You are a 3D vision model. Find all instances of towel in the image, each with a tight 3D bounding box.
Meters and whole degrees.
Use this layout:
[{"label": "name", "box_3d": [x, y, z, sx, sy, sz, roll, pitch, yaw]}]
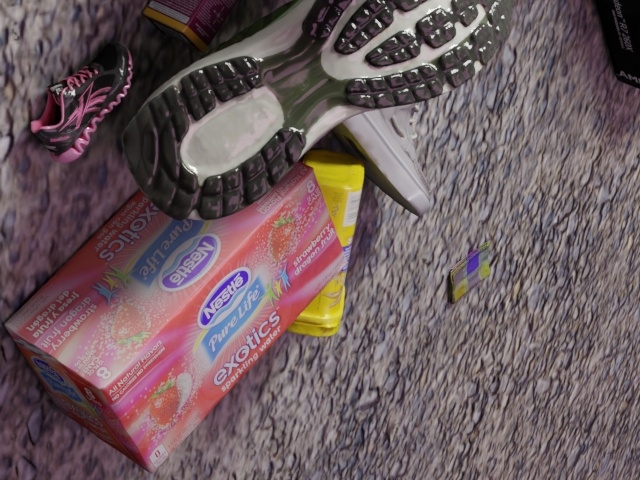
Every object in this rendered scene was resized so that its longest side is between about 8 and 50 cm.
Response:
[{"label": "towel", "box_3d": [0.195, 0.043, 2.077, 0.083, 0.009, 0.060, -35, 138, -34]}]

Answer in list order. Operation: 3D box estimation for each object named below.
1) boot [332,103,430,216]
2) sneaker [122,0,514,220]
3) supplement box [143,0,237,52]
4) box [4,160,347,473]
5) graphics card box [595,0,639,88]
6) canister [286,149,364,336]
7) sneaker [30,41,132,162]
[{"label": "boot", "box_3d": [0.086, -0.131, 1.728, 0.123, 0.095, 0.258, -49, 144, -6]}, {"label": "sneaker", "box_3d": [-0.013, -0.169, 1.476, 0.410, 0.182, 0.158, -29, 106, -13]}, {"label": "supplement box", "box_3d": [-0.112, -0.222, 1.439, 0.083, 0.055, 0.043, -57, 148, -6]}, {"label": "box", "box_3d": [-0.132, 0.049, 1.525, 0.300, 0.142, 0.154, -46, 143, -22]}, {"label": "graphics card box", "box_3d": [0.445, -0.382, 2.033, 0.233, 0.094, 0.371, -52, 146, -16]}, {"label": "canister", "box_3d": [0.000, 0.000, 1.695, 0.126, 0.073, 0.170, -82, -178, -70]}, {"label": "sneaker", "box_3d": [-0.211, -0.128, 1.389, 0.057, 0.047, 0.119, 39, 80, -45]}]
